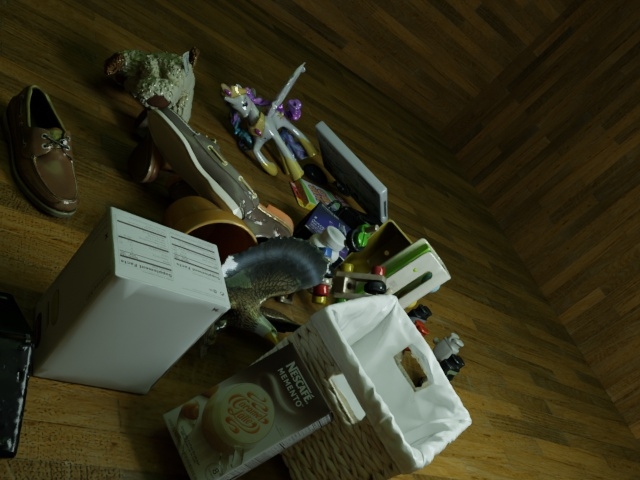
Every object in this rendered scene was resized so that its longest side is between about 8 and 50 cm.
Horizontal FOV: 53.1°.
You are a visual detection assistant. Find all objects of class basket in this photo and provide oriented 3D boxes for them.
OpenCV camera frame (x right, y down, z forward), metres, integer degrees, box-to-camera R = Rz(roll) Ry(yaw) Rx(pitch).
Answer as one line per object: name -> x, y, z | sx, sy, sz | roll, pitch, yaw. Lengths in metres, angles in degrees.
basket -> 0.072, 0.315, 1.281 | 0.328, 0.266, 0.331 | 59, 24, 17

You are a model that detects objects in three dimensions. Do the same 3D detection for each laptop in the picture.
laptop -> -0.547, 0.165, 0.901 | 0.234, 0.136, 0.264 | 20, 61, -42

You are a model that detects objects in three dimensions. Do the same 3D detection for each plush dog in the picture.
plush dog -> -0.458, -0.445, 1.717 | 0.225, 0.210, 0.262 | 16, -3, 3

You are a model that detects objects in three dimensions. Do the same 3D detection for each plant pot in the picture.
plant pot -> -0.259, 0.000, 1.395 | 0.205, 0.205, 0.188 | 24, 17, -38
plant pot -> 0.221, 0.078, 1.999 | 0.212, 0.212, 0.187 | 49, 12, 8

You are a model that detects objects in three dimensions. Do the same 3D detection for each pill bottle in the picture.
pill bottle -> -0.010, 0.040, 1.717 | 0.094, 0.169, 0.094 | 35, 28, -21

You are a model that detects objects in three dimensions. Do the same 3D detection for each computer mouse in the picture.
computer mouse -> 0.033, -0.220, 2.323 | 0.242, 0.041, 0.071 | 22, 33, -42

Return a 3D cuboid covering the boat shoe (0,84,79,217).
boat shoe -> -0.561, -0.188, 1.295 | 0.111, 0.104, 0.307 | 1, 50, -57

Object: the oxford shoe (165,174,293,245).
oxford shoe -> -0.218, -0.053, 1.601 | 0.364, 0.130, 0.132 | 25, 45, -28

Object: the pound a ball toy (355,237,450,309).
pound a ball toy -> 0.200, 0.159, 1.752 | 0.136, 0.319, 0.208 | 51, 12, -15

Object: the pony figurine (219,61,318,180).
pony figurine -> -0.159, -0.395, 2.079 | 0.363, 0.303, 0.351 | 55, 31, -17

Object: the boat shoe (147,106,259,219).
boat shoe -> -0.271, -0.182, 1.492 | 0.324, 0.116, 0.097 | 51, 56, -2

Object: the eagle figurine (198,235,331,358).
eagle figurine -> -0.139, 0.131, 1.323 | 0.298, 0.226, 0.225 | -23, 89, -49

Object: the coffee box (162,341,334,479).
coffee box -> -0.117, 0.297, 1.078 | 0.141, 0.246, 0.098 | 57, -10, 23

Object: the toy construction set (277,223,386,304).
toy construction set -> 0.017, 0.141, 1.600 | 0.257, 0.237, 0.309 | -16, 93, -47

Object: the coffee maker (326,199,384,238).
coffee maker -> 0.129, -0.049, 2.102 | 0.178, 0.120, 0.171 | 17, 52, -58

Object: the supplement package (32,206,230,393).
supplement package -> -0.313, 0.109, 1.046 | 0.204, 0.262, 0.145 | 23, 33, -39

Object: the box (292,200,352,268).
box -> 0.000, 0.000, 1.867 | 0.153, 0.108, 0.207 | 41, 26, -8

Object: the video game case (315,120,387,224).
video game case -> 0.109, -0.214, 2.155 | 0.329, 0.036, 0.300 | 48, -9, 19

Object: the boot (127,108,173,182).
boot -> -0.370, -0.199, 1.632 | 0.220, 0.109, 0.283 | 32, 20, -33

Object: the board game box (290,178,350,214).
board game box -> 0.012, -0.128, 2.166 | 0.259, 0.039, 0.124 | 19, 36, -40

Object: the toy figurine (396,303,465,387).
toy figurine -> 0.293, 0.310, 1.825 | 0.213, 0.148, 0.209 | 42, 20, -3
